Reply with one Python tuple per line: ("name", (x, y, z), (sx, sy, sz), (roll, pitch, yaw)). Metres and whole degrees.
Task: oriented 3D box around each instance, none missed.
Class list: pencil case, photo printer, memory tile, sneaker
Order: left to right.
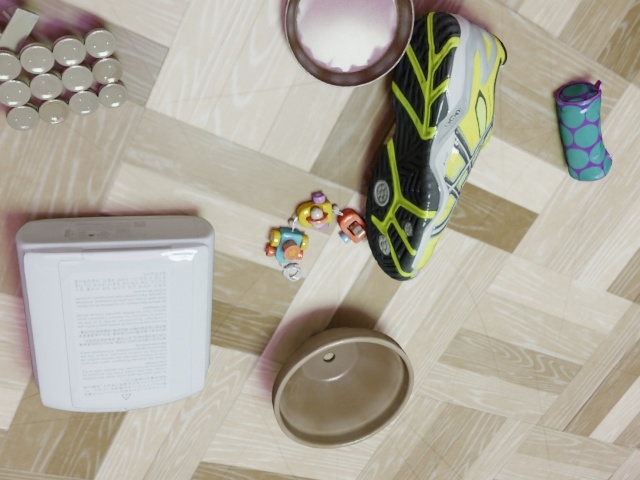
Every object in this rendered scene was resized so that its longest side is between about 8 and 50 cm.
("memory tile", (-0.310, -0.191, 0.792), (0.148, 0.012, 0.113), (-19, 142, -17))
("photo printer", (-0.284, 0.116, 0.953), (0.256, 0.107, 0.307), (-3, 121, -16))
("sneaker", (0.171, -0.113, 0.933), (0.147, 0.145, 0.384), (-4, 119, -32))
("pencil case", (0.412, -0.169, 1.032), (0.070, 0.064, 0.151), (-17, 125, 12))

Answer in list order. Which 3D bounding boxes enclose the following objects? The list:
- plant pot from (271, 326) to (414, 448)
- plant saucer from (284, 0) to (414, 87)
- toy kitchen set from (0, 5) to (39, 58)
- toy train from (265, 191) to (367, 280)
("plant pot", (0.027, 0.227, 1.117), (0.238, 0.109, 0.237), (-9, 122, -14))
("plant saucer", (0.036, -0.283, 0.857), (0.169, 0.029, 0.168), (-3, 117, -6))
("toy kitchen set", (-0.370, -0.254, 0.753), (0.068, 0.075, 0.083), (-49, 161, 18))
("toy train", (0.000, 0.000, 1.011), (0.166, 0.046, 0.125), (-37, 123, 5))
